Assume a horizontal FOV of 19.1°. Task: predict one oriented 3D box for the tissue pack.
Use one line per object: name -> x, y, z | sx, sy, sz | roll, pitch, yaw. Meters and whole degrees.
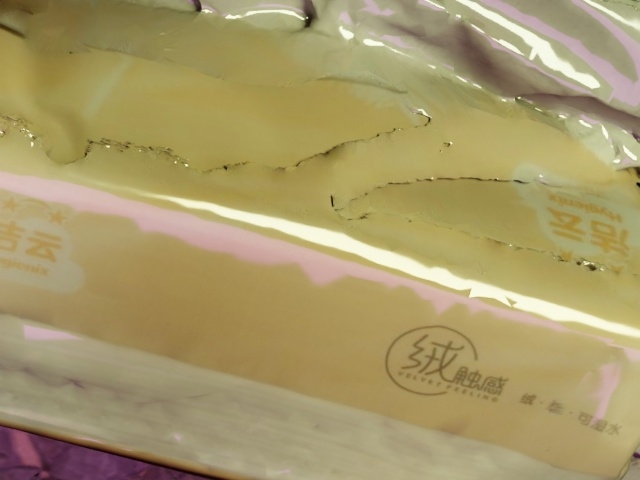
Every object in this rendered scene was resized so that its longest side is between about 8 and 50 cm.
tissue pack -> -0.005, -0.038, 0.765 | 0.305, 0.239, 0.239 | 16, 131, -12
